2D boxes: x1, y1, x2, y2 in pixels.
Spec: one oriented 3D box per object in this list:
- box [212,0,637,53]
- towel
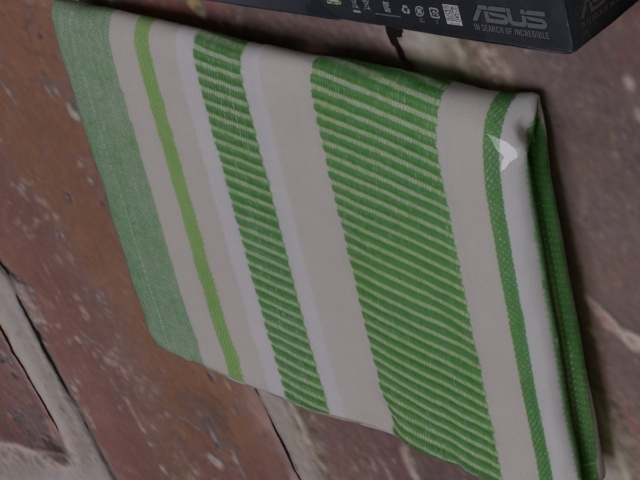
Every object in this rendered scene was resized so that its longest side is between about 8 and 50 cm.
[{"bbox_3d":[0.014,-0.183,0.806,0.232,0.059,0.183,13,132,42],"label":"box"},{"bbox_3d":[0.000,0.000,1.020,0.325,0.038,0.248,17,133,41],"label":"towel"}]
